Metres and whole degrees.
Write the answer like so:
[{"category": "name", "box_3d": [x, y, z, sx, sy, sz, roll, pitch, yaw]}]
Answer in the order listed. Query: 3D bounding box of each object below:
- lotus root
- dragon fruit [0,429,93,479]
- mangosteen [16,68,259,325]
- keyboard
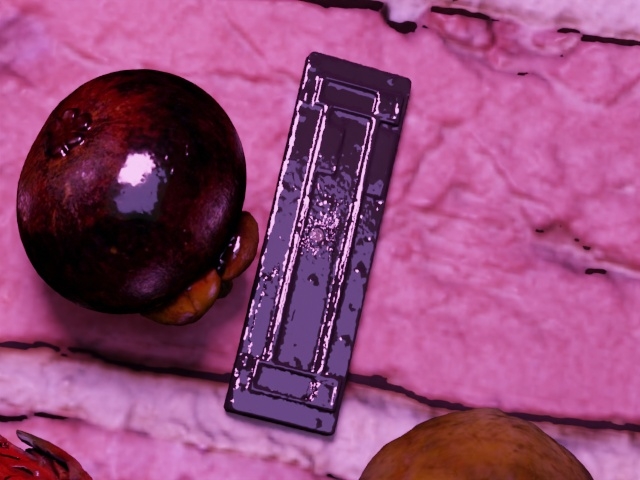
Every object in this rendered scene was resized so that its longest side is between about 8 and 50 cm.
[{"category": "lotus root", "box_3d": [0.083, 0.186, 0.999, 0.183, 0.078, 0.203, 32, 76, -1]}, {"category": "dragon fruit", "box_3d": [-0.173, 0.170, 0.910, 0.189, 0.182, 0.182, -26, 83, -13]}, {"category": "mangosteen", "box_3d": [-0.086, -0.015, 1.002, 0.140, 0.140, 0.140, 2, 77, -9]}, {"category": "keyboard", "box_3d": [0.000, 0.000, 1.059, 0.061, 0.013, 0.204, 15, 75, -7]}]
